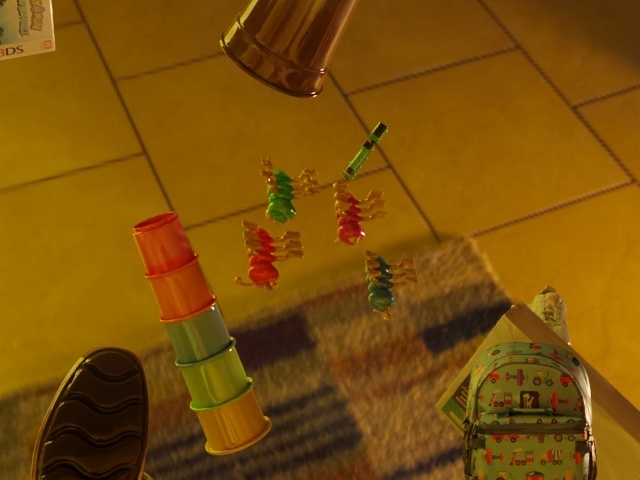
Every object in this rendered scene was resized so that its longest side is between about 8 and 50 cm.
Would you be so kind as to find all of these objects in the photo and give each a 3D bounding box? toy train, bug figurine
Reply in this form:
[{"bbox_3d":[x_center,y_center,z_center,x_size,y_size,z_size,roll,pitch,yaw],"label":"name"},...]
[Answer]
[{"bbox_3d":[0.054,-0.108,1.178,0.017,0.024,0.083,36,87,6],"label":"toy train"},{"bbox_3d":[0.000,0.000,1.375,0.278,0.072,0.216,14,53,-27],"label":"bug figurine"}]

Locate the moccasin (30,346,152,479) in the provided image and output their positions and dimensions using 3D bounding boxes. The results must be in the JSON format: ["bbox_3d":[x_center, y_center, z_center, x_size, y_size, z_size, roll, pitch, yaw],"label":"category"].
[{"bbox_3d":[-0.275,0.320,1.179,0.139,0.147,0.380,1,85,-8],"label":"moccasin"}]

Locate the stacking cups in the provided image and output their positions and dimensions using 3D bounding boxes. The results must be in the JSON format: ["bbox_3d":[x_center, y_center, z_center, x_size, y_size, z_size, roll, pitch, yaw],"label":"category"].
[{"bbox_3d":[-0.165,0.121,1.261,0.096,0.316,0.096,-21,14,5],"label":"stacking cups"}]

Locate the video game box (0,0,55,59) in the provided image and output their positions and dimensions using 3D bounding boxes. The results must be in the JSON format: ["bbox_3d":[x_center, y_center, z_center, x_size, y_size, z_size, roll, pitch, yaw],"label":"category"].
[{"bbox_3d":[-0.452,-0.336,1.286,0.187,0.205,0.048,-21,39,-35],"label":"video game box"}]

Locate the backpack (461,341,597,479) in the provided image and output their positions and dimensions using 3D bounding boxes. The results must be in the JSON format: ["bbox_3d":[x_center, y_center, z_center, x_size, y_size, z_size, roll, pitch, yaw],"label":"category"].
[{"bbox_3d":[0.245,0.210,1.140,0.158,0.117,0.173,3,91,11],"label":"backpack"}]

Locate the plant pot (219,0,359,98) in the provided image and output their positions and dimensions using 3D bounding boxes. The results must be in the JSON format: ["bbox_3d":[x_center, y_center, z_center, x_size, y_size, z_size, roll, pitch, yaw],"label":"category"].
[{"bbox_3d":[-0.031,-0.313,1.356,0.167,0.165,0.167,25,30,-16],"label":"plant pot"}]

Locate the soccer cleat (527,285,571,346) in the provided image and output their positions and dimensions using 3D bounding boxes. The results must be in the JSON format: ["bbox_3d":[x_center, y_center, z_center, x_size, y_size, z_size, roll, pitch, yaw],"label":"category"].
[{"bbox_3d":[0.353,0.121,1.510,0.068,0.076,0.196,23,12,-1],"label":"soccer cleat"}]

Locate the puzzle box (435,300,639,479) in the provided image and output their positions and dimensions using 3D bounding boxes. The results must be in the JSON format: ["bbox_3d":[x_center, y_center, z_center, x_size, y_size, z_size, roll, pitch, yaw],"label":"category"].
[{"bbox_3d":[0.372,0.311,1.425,0.052,0.272,0.409,-30,68,-37],"label":"puzzle box"}]
